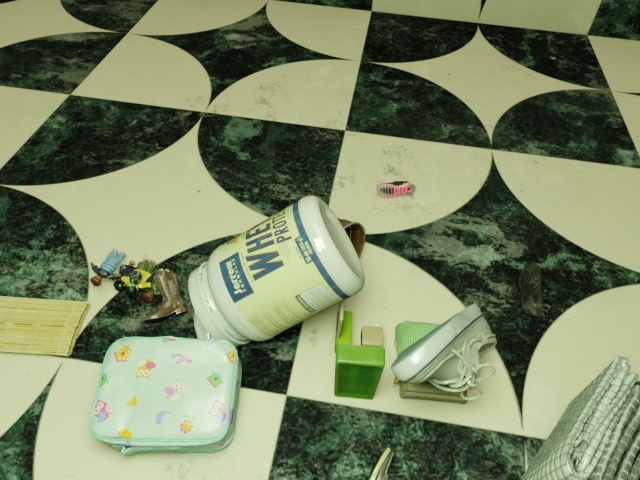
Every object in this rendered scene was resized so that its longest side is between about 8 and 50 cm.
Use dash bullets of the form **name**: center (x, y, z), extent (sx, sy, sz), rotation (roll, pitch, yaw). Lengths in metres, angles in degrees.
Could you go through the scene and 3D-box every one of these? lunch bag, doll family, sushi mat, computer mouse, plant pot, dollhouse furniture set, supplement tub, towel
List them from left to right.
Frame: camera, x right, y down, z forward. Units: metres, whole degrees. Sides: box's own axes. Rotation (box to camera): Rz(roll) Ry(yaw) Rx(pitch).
- **sushi mat**: center (-0.708, 0.191, 1.201), extent (0.316, 0.019, 0.151), rotation (4, 48, 1)
- **doll family**: center (-0.470, 0.089, 1.281), extent (0.193, 0.076, 0.111), rotation (12, 51, 15)
- **lunch bag**: center (-0.304, 0.310, 1.041), extent (0.279, 0.108, 0.224), rotation (1, 62, 1)
- **computer mouse**: center (-0.256, 0.201, 1.204), extent (0.106, 0.042, 0.193), rotation (-13, 49, -14)
- **supplement tub**: center (-0.094, 0.074, 1.133), extent (0.325, 0.235, 0.235), rotation (-29, 48, 12)
- **plant pot**: center (0.000, 0.000, 1.341), extent (0.165, 0.167, 0.167), rotation (27, 50, 31)
- **dollhouse furniture set**: center (0.182, 0.227, 1.130), extent (0.301, 0.151, 0.197), rotation (5, 46, 1)
- **towel**: center (0.493, 0.379, 0.951), extent (0.121, 0.235, 0.284), rotation (37, 56, 23)

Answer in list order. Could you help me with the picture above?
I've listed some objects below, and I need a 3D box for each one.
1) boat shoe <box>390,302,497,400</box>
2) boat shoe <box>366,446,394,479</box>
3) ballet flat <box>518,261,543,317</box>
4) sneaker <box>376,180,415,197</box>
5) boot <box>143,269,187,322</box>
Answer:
- **boat shoe**: center (0.274, 0.242, 1.042), extent (0.156, 0.136, 0.367), rotation (55, 28, 15)
- **boat shoe**: center (0.107, 0.463, 0.974), extent (0.049, 0.056, 0.152), rotation (26, 60, 14)
- **ballet flat**: center (0.538, 0.124, 1.332), extent (0.049, 0.057, 0.173), rotation (42, 46, -20)
- **sneaker**: center (0.223, -0.161, 1.582), extent (0.119, 0.047, 0.057), rotation (-3, 32, -11)
- **boot**: center (-0.380, 0.131, 1.241), extent (0.106, 0.037, 0.114), rotation (-12, 71, -32)
